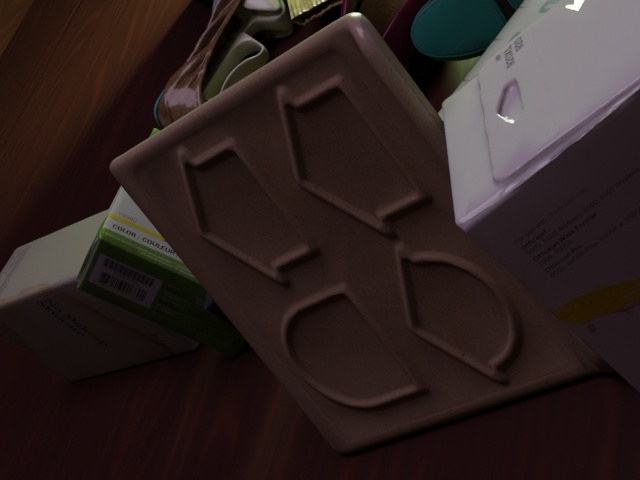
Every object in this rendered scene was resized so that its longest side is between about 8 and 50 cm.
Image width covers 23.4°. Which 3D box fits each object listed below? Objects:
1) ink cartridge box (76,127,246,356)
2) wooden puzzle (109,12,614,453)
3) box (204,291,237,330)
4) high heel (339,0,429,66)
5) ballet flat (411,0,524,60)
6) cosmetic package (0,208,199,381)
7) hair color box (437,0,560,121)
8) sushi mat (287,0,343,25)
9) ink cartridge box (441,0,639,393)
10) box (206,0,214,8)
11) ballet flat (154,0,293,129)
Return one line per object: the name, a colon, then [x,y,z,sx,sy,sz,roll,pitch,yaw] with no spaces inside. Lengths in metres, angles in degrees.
ink cartridge box: [-0.128,-0.027,1.677,0.097,0.189,0.255,122,170,-47]
wooden puzzle: [0.031,0.002,1.212,0.348,0.322,0.080,-24,18,49]
box: [0.000,0.000,1.456,0.142,0.163,0.247,-43,23,24]
high heel: [0.100,-0.361,1.675,0.181,0.127,0.377,-43,-38,-61]
ballet flat: [0.204,-0.260,1.624,0.247,0.083,0.087,-26,8,44]
cosmetic package: [-0.262,0.066,1.844,0.309,0.160,0.113,-18,39,53]
hair color box: [0.264,-0.183,1.324,0.374,0.113,0.185,-52,23,-9]
sushi mat: [0.016,-0.390,2.172,0.151,0.019,0.316,-25,27,7]
ink cartridge box: [0.218,-0.031,1.010,0.168,0.233,0.171,-40,24,22]
box: [-0.242,-0.616,2.469,0.297,0.472,0.480,-48,22,1]
ballet flat: [-0.113,-0.284,2.207,0.124,0.116,0.342,7,58,40]
